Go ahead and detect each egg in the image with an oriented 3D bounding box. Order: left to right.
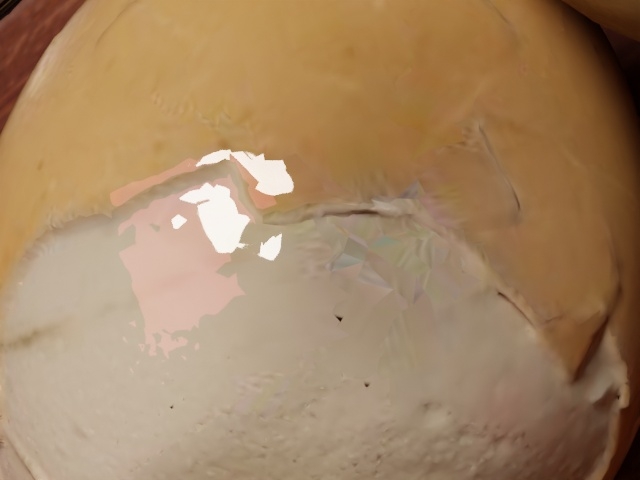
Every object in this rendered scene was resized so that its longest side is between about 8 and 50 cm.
[{"bbox_3d":[0.000,0.000,0.584,0.201,0.201,0.244,-13,54,40],"label":"egg"}]

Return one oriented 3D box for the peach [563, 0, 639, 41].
[{"bbox_3d":[0.121,-0.158,0.517,0.232,0.232,0.232,-17,64,39],"label":"peach"}]
